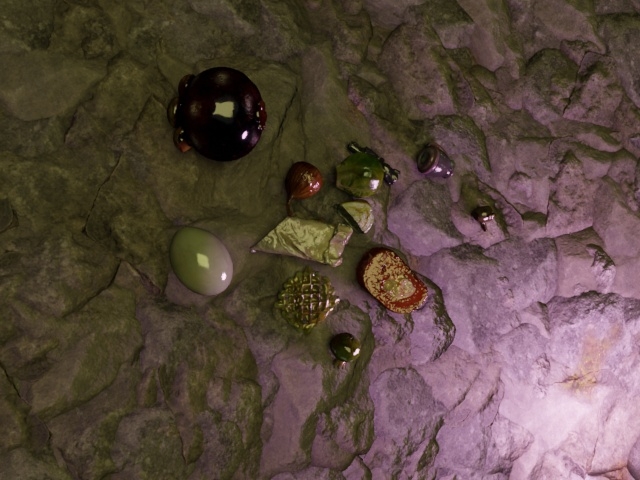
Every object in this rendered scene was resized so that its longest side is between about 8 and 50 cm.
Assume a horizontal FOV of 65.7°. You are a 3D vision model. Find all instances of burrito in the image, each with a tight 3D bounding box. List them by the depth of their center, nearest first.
[{"bbox_3d":[-0.065,-0.012,1.760,0.347,0.107,0.175,9,75,1],"label":"burrito"}]

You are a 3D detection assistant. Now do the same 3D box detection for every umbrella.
[{"bbox_3d":[0.202,-0.302,1.912,0.235,0.059,0.066,34,61,-14],"label":"umbrella"}]

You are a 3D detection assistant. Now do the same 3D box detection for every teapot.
[{"bbox_3d":[0.462,-0.311,1.981,0.146,0.148,0.116,19,118,-27],"label":"teapot"},{"bbox_3d":[0.677,-0.085,2.040,0.080,0.085,0.110,-9,110,-16],"label":"teapot"}]

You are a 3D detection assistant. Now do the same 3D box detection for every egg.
[{"bbox_3d":[-0.395,0.068,1.640,0.186,0.186,0.253,-31,98,-16],"label":"egg"}]

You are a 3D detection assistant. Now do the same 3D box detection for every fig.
[{"bbox_3d":[-0.085,-0.179,1.771,0.133,0.146,0.201,33,77,3],"label":"fig"}]

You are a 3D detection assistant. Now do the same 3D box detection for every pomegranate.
[{"bbox_3d":[0.085,0.408,1.823,0.114,0.114,0.142,14,112,-16],"label":"pomegranate"}]

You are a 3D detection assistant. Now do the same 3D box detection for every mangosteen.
[{"bbox_3d":[-0.354,-0.417,1.640,0.347,0.307,0.307,5,85,11],"label":"mangosteen"}]

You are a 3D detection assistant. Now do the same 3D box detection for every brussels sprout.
[{"bbox_3d":[0.142,-0.245,1.839,0.180,0.161,0.144,9,40,-6],"label":"brussels sprout"}]

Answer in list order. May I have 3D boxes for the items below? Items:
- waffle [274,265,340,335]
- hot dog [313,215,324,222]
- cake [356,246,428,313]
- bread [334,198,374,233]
[{"bbox_3d":[-0.046,0.214,1.811,0.223,0.054,0.204,-45,100,-13],"label":"waffle"},{"bbox_3d":[0.000,0.000,1.834,0.072,0.055,0.188,-16,88,4],"label":"hot dog"},{"bbox_3d":[0.258,0.155,1.863,0.177,0.151,0.283,-44,100,-2],"label":"cake"},{"bbox_3d":[0.139,-0.113,1.858,0.110,0.103,0.156,-45,108,-8],"label":"bread"}]
